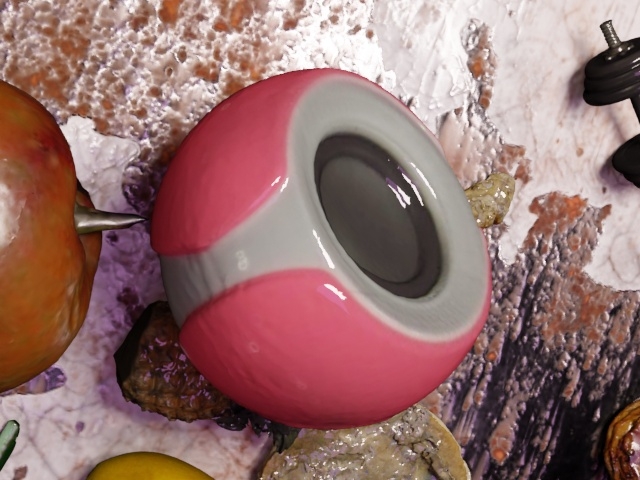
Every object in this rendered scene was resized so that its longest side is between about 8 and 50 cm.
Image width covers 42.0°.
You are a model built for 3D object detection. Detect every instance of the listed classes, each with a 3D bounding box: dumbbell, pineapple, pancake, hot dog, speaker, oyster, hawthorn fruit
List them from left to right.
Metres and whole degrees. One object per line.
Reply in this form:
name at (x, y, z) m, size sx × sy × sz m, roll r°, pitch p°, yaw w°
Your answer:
hawthorn fruit at (-0.285, -0.002, 0.636) m, size 0.300 × 0.268 × 0.268 m, roll 2°, pitch 100°, yaw -17°
pineapple at (-0.093, 0.135, 0.785) m, size 0.197 × 0.108 × 0.108 m, roll 31°, pitch 92°, yaw -17°
speaker at (0.000, 0.000, 0.695) m, size 0.294 × 0.294 × 0.294 m, roll -3°, pitch 101°, yaw -14°
pancake at (0.044, 0.294, 0.880) m, size 0.282 × 0.049 × 0.282 m, roll -2°, pitch 100°, yaw -14°
oyster at (0.161, -0.043, 0.853) m, size 0.080 × 0.038 × 0.083 m, roll 38°, pitch 91°, yaw -16°
dumbbell at (0.331, -0.128, 0.849) m, size 0.099 × 0.099 × 0.208 m, roll -33°, pitch 106°, yaw -7°
hot dog at (0.429, 0.264, 0.948) m, size 0.227 × 0.099 × 0.160 m, roll 27°, pitch 91°, yaw -12°

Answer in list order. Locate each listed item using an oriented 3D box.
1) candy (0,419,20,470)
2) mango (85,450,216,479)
candy at (-0.370, 0.308, 0.771) m, size 0.097 × 0.097 × 0.323 m, roll 33°, pitch 82°, yaw -18°
mango at (-0.124, 0.316, 0.786) m, size 0.175 × 0.139 × 0.255 m, roll -17°, pitch 101°, yaw 12°
